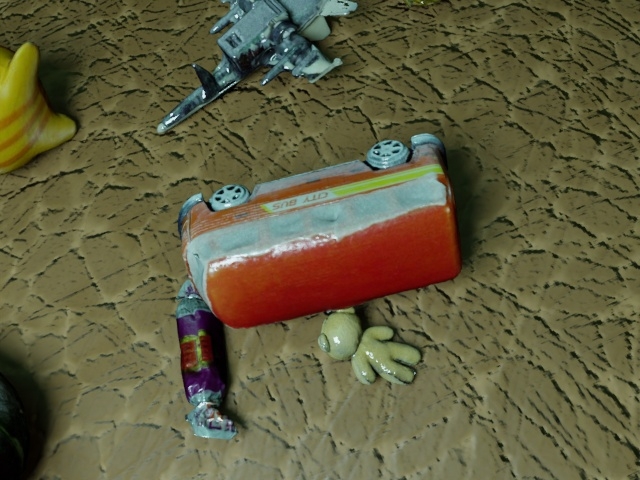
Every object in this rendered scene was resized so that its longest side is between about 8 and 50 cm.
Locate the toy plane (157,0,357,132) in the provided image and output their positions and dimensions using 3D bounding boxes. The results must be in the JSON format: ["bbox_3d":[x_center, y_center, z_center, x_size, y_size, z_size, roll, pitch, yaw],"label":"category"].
[{"bbox_3d":[-0.087,-0.215,0.863,0.262,0.088,0.192,-38,65,-10],"label":"toy plane"}]

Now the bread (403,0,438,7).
[{"bbox_3d":[0.019,-0.397,0.946,0.367,0.077,0.084,40,76,25],"label":"bread"}]

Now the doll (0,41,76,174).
[{"bbox_3d":[-0.433,-0.144,0.847,0.270,0.166,0.162,11,67,11],"label":"doll"}]

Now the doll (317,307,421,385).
[{"bbox_3d":[0.044,0.100,0.701,0.093,0.051,0.061,17,61,16],"label":"doll"}]

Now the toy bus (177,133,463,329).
[{"bbox_3d":[0.000,0.000,0.705,0.265,0.121,0.120,-13,38,2],"label":"toy bus"}]

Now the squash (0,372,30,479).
[{"bbox_3d":[-0.357,0.179,0.672,0.193,0.156,0.193,-12,42,11],"label":"squash"}]

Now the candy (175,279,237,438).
[{"bbox_3d":[-0.112,0.111,0.728,0.045,0.043,0.175,-13,58,0],"label":"candy"}]
